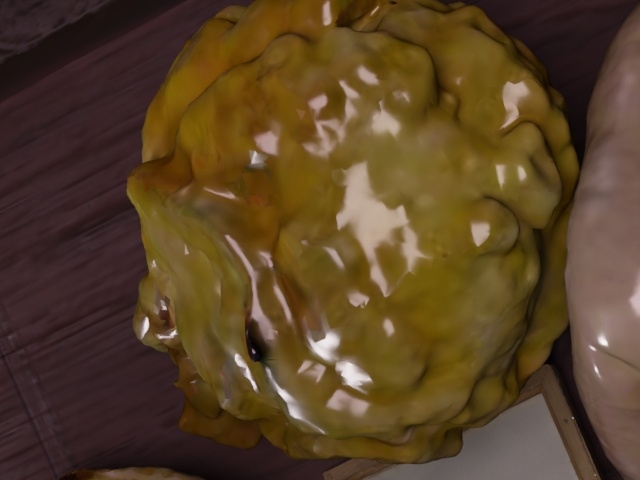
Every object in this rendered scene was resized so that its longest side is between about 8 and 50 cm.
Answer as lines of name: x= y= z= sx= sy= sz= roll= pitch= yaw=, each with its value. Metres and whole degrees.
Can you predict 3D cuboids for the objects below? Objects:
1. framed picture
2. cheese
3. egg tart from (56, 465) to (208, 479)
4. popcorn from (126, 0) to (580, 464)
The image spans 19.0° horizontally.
framed picture: x=0.093 y=0.179 z=0.930 sx=0.136 sy=0.010 sz=0.201 roll=-29 pitch=70 yaw=20
cheese: x=0.175 y=0.008 z=0.838 sx=0.117 sy=0.218 sz=0.235 roll=-2 pitch=112 yaw=18
egg tart: x=-0.118 y=0.246 z=0.921 sx=0.295 sy=0.116 sz=0.295 roll=-9 pitch=75 yaw=35
popcorn: x=0.000 y=0.000 z=0.887 sx=0.233 sy=0.192 sz=0.266 roll=49 pitch=126 yaw=7
